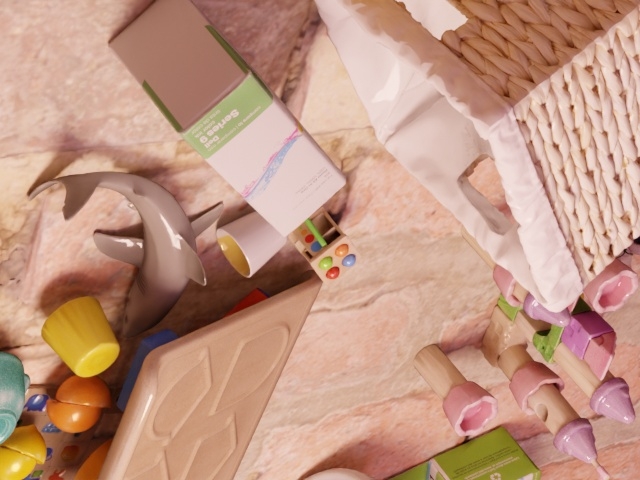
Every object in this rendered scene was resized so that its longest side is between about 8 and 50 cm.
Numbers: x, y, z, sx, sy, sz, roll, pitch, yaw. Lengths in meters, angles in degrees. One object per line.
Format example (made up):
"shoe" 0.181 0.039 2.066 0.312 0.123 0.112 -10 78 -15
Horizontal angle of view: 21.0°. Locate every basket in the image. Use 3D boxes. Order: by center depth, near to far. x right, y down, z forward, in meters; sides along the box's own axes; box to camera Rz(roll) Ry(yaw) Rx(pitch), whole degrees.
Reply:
"basket" 0.200 -0.173 1.693 0.266 0.328 0.331 -37 142 -8

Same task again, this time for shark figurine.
"shark figurine" -0.163 0.000 1.739 0.166 0.116 0.278 -36 144 -8

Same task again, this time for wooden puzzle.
"wooden puzzle" -0.156 0.193 1.912 0.348 0.080 0.322 -29 149 -55

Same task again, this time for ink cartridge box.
"ink cartridge box" -0.085 -0.120 1.645 0.093 0.154 0.212 -42 143 3
"ink cartridge box" 0.169 0.395 2.421 0.255 0.097 0.188 -22 140 -22

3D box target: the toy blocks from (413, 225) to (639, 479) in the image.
"toy blocks" 0.328 0.122 2.146 0.309 0.260 0.288 -11 133 -32

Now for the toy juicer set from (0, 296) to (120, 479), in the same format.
"toy juicer set" -0.361 0.188 1.787 0.329 0.089 0.209 -27 151 -21

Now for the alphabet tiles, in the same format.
"alphabet tiles" -0.299 0.238 1.946 0.237 0.009 0.198 4 126 -41

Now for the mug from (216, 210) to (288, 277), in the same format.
"mug" -0.073 -0.004 1.864 0.064 0.078 0.062 -35 110 -20

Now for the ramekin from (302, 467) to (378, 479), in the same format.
"ramekin" 0.026 0.392 2.217 0.207 0.207 0.109 -42 133 3

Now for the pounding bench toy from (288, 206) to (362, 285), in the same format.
"pounding bench toy" 0.000 0.000 1.909 0.052 0.065 0.083 -38 142 -2
